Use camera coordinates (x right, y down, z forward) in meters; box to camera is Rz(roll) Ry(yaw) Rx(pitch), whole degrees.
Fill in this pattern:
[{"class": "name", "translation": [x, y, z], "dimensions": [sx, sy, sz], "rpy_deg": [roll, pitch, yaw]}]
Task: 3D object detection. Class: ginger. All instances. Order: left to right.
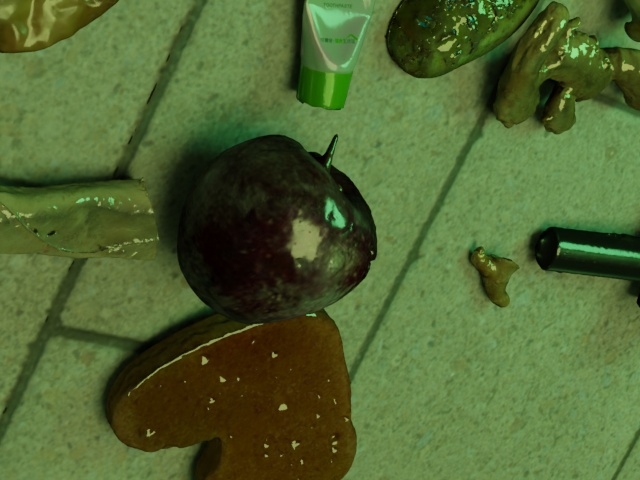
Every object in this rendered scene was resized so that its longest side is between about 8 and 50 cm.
[{"class": "ginger", "translation": [0.203, 0.034, 1.937], "dimensions": [0.048, 0.030, 0.097], "rpy_deg": [-21, 130, 10]}, {"class": "ginger", "translation": [0.278, -0.169, 1.843], "dimensions": [0.258, 0.065, 0.149], "rpy_deg": [12, 128, -46]}]

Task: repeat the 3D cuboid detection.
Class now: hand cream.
[{"class": "hand cream", "translation": [0.027, -0.262, 1.620], "dimensions": [0.079, 0.050, 0.275], "rpy_deg": [-23, 129, -59]}]

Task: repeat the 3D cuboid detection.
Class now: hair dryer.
[{"class": "hair dryer", "translation": [0.393, -0.020, 2.004], "dimensions": [0.302, 0.116, 0.244], "rpy_deg": [5, 111, -31]}]

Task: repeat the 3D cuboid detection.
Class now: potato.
[{"class": "potato", "translation": [0.160, -0.231, 1.726], "dimensions": [0.198, 0.054, 0.119], "rpy_deg": [-24, 126, -23]}]

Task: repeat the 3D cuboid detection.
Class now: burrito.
[{"class": "burrito", "translation": [-0.237, -0.020, 1.553], "dimensions": [0.226, 0.060, 0.087], "rpy_deg": [1, 121, -38]}]

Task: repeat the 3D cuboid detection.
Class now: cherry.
[{"class": "cherry", "translation": [-0.044, -0.006, 1.630], "dimensions": [0.195, 0.195, 0.195], "rpy_deg": [-18, 126, -27]}]

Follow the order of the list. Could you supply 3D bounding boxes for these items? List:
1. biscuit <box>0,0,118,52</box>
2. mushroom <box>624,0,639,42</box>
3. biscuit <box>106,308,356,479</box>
[{"class": "biscuit", "translation": [-0.228, -0.290, 1.374], "dimensions": [0.213, 0.091, 0.274], "rpy_deg": [-18, 124, -24]}, {"class": "mushroom", "translation": [0.346, -0.351, 1.774], "dimensions": [0.100, 0.081, 0.312], "rpy_deg": [-28, 126, -22]}, {"class": "biscuit", "translation": [-0.090, 0.187, 1.800], "dimensions": [0.262, 0.052, 0.277], "rpy_deg": [-25, 130, -17]}]
